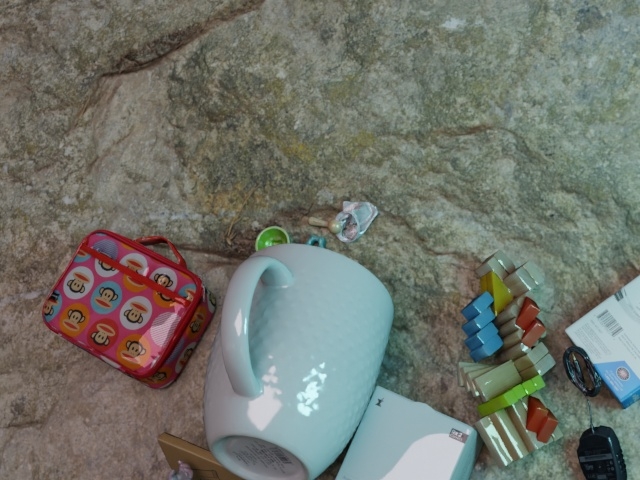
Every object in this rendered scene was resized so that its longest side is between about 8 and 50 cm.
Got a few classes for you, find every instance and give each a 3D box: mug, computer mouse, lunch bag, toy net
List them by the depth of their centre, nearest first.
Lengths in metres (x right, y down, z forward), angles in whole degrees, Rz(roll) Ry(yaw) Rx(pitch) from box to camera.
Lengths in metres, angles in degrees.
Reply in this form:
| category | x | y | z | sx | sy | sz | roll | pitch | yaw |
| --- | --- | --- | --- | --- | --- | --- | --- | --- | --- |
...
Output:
| category | x | y | z | sx | sy | sz | roll | pitch | yaw |
| --- | --- | --- | --- | --- | --- | --- | --- | --- | --- |
| computer mouse | 0.434 | 0.284 | 1.777 | 0.071 | 0.041 | 0.242 | -15 | 86 | 45 |
| mug | -0.064 | 0.185 | 1.782 | 0.276 | 0.374 | 0.328 | 1 | 50 | 23 |
| toy net | 0.000 | 0.000 | 2.058 | 0.232 | 0.045 | 0.122 | -26 | 65 | 9 |
| lunch bag | -0.347 | 0.111 | 2.108 | 0.293 | 0.120 | 0.258 | 25 | 77 | 24 |

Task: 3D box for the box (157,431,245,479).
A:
| category | x | y | z | sx | sy | sz | roll | pitch | yaw |
| --- | --- | --- | --- | --- | --- | --- | --- | --- | --- |
| box | -0.172 | 0.408 | 1.914 | 0.201 | 0.164 | 0.021 | 17 | 54 | 24 |

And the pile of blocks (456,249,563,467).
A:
| category | x | y | z | sx | sy | sz | roll | pitch | yaw |
| --- | --- | --- | --- | --- | --- | --- | --- | --- | --- |
| pile of blocks | 0.306 | 0.175 | 1.813 | 0.149 | 0.112 | 0.362 | 4 | 66 | -24 |

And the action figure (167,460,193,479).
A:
| category | x | y | z | sx | sy | sz | roll | pitch | yaw |
| --- | --- | --- | --- | --- | --- | --- | --- | --- | --- |
| action figure | -0.245 | 0.553 | 1.898 | 0.248 | 0.275 | 0.370 | -34 | 45 | 0 |

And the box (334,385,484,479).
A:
| category | x | y | z | sx | sy | sz | roll | pitch | yaw |
| --- | --- | --- | --- | --- | --- | --- | --- | --- | --- |
| box | 0.147 | 0.360 | 1.838 | 0.181 | 0.119 | 0.181 | 21 | 79 | 25 |

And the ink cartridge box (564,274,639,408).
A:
| category | x | y | z | sx | sy | sz | roll | pitch | yaw |
| --- | --- | --- | --- | --- | --- | --- | --- | --- | --- |
| ink cartridge box | 0.520 | 0.149 | 1.798 | 0.203 | 0.086 | 0.148 | -36 | 63 | 5 |
